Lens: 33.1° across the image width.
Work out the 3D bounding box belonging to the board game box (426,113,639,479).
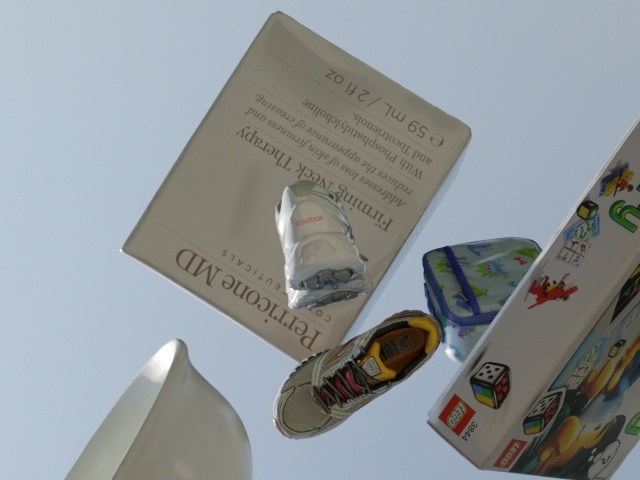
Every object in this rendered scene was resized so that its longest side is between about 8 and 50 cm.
[{"bbox_3d":[0.210,0.013,0.661,0.053,0.305,0.193,41,-167,36],"label":"board game box"}]

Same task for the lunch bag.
[{"bbox_3d":[0.226,0.075,1.413,0.176,0.090,0.219,-8,-155,-1],"label":"lunch bag"}]

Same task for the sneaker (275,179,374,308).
[{"bbox_3d":[0.000,0.000,1.069,0.090,0.232,0.115,-12,-103,-5],"label":"sneaker"}]

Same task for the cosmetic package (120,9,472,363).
[{"bbox_3d":[-0.022,-0.053,1.585,0.329,0.327,0.394,32,-93,6],"label":"cosmetic package"}]

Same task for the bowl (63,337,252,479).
[{"bbox_3d":[-0.134,0.232,0.801,0.134,0.298,0.298,33,-137,-9],"label":"bowl"}]

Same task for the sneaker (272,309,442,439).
[{"bbox_3d":[0.041,0.148,1.239,0.225,0.093,0.088,-35,-94,-6],"label":"sneaker"}]
